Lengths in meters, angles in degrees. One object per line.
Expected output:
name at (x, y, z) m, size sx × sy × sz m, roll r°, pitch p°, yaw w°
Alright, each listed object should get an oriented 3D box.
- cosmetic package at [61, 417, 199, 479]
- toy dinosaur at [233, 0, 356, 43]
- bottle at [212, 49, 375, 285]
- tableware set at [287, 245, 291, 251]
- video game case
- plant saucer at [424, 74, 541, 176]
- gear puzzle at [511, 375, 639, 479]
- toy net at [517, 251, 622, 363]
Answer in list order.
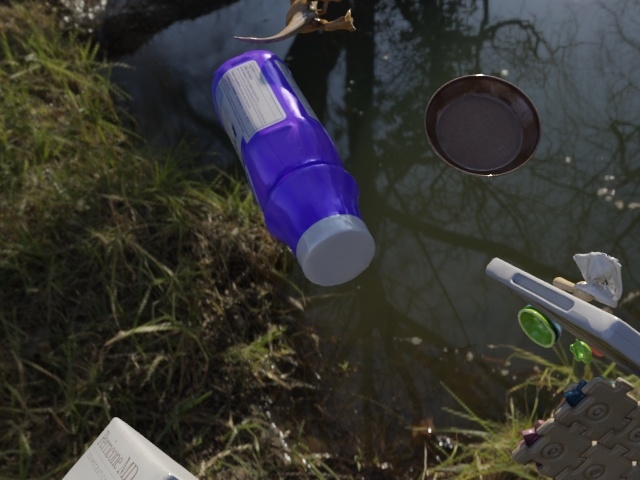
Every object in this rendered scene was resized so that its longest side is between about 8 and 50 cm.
cosmetic package at (-0.290, 0.551, 0.991) m, size 0.394 × 0.327 × 0.329 m, roll -51°, pitch 22°, yaw -20°
toy dinosaur at (-0.020, -0.270, 0.801) m, size 0.112 × 0.064 × 0.211 m, roll -7°, pitch 36°, yaw 16°
bottle at (-0.031, -0.076, 0.649) m, size 0.092 × 0.118 × 0.283 m, roll -24°, pitch 48°, yaw -3°
tableware set at (0.000, 0.000, 1.018) m, size 0.154 × 0.104 × 0.024 m, roll 12°, pitch 47°, yaw 25°
video game case at (0.281, 0.099, 0.627) m, size 0.023 × 0.212 × 0.193 m, roll -56°, pitch 19°, yaw 3°
plant saucer at (0.275, -0.191, 1.132) m, size 0.198 × 0.036 × 0.199 m, roll 0°, pitch 69°, yaw 0°
gear puzzle at (0.425, 0.286, 0.892) m, size 0.175 × 0.339 × 0.044 m, roll -52°, pitch 22°, yaw 21°
toy net at (0.353, 0.101, 0.901) m, size 0.045 × 0.232 × 0.122 m, roll -31°, pitch 67°, yaw -18°
